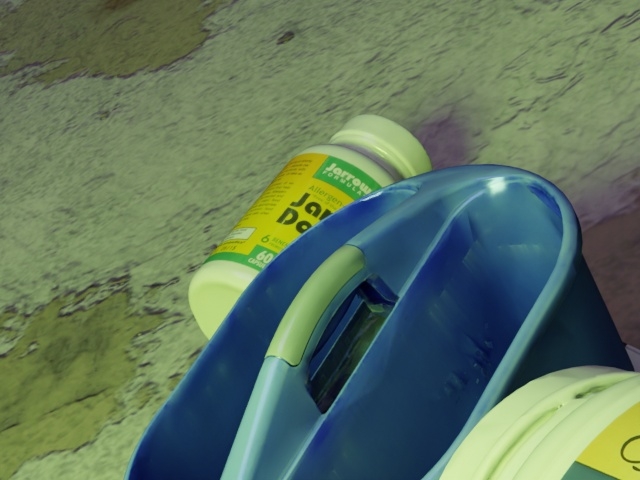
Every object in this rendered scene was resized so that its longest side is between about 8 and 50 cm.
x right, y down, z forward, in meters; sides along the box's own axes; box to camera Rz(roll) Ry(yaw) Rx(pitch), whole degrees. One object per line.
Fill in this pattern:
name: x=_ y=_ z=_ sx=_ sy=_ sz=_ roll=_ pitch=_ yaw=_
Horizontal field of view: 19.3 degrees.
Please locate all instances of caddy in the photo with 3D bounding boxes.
caddy: x=0.033 y=0.094 z=1.093 sx=0.241 sy=0.179 sz=0.341 roll=-5 pitch=39 yaw=41

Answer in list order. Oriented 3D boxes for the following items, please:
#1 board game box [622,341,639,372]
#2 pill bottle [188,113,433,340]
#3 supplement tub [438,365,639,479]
board game box: x=0.085 y=0.172 z=1.164 sx=0.305 sy=0.053 sz=0.193 roll=-39 pitch=29 yaw=-13
pill bottle: x=0.000 y=0.000 z=1.460 sx=0.117 sy=0.117 sz=0.208 roll=0 pitch=41 yaw=45
supplement tub: x=0.207 y=0.184 z=0.832 sx=0.228 sy=0.228 sz=0.316 roll=-42 pitch=29 yaw=-19
